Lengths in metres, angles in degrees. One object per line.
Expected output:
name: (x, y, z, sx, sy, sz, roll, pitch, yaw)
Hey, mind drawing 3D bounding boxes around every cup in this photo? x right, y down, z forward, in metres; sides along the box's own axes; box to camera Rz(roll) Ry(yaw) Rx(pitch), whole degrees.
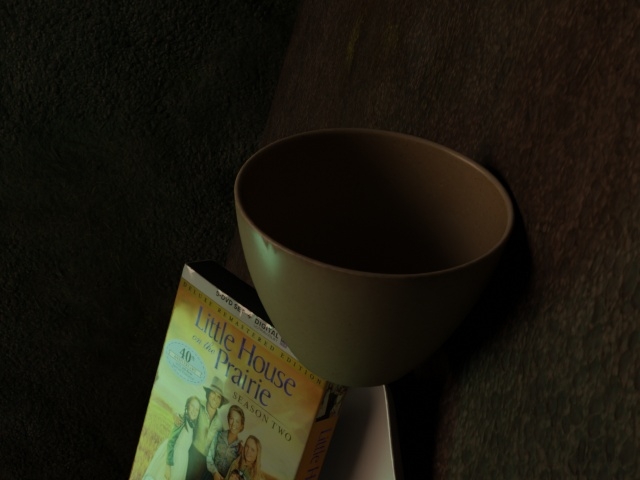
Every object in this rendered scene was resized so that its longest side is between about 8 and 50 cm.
cup: (0.054, 0.041, 1.229, 0.331, 0.331, 0.237, -97, 11, -56)

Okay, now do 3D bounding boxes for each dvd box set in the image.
dvd box set: (-0.130, 0.280, 1.433, 0.307, 0.062, 0.420, 32, 115, 33)

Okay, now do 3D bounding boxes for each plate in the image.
plate: (0.039, 0.342, 1.340, 0.277, 0.045, 0.278, -28, 64, 52)
